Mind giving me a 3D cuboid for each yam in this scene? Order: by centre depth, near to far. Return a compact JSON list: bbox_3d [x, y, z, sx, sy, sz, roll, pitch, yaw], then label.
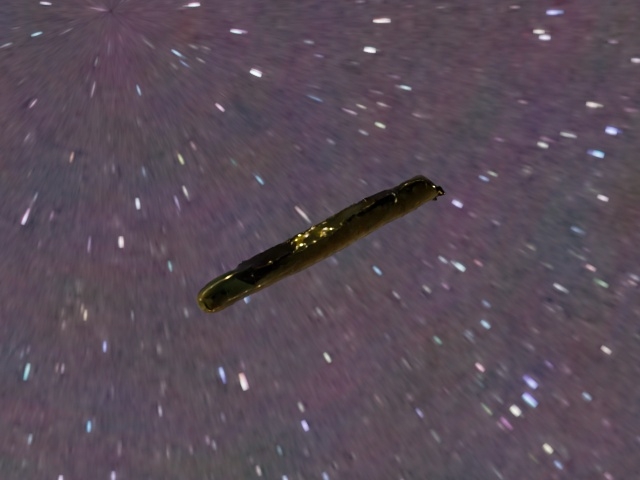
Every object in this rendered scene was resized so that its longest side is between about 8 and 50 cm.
[{"bbox_3d":[0.000,0.000,0.706,0.107,0.014,0.014,-27,-80,-29],"label":"yam"}]
